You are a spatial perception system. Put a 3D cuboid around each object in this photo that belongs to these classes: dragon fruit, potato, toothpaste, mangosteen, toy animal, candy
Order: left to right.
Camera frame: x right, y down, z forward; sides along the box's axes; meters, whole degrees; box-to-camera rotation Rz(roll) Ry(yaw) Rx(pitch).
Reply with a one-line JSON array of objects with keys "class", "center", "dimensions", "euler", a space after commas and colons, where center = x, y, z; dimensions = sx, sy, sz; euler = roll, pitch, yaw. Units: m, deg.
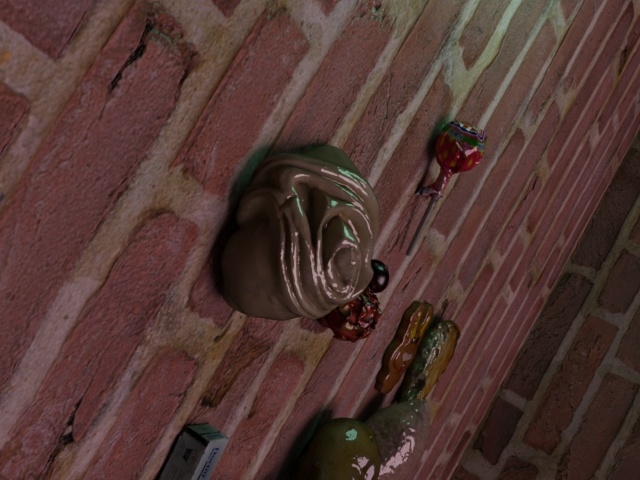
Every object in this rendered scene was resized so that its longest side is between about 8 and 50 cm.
[{"class": "toothpaste", "center": [-0.286, 0.504, 1.380], "dimensions": [0.313, 0.071, 0.089], "euler": [-63, 155, 0]}, {"class": "potato", "center": [0.023, 0.618, 1.819], "dimensions": [0.351, 0.202, 0.218], "euler": [-58, -176, -24]}, {"class": "dragon fruit", "center": [0.061, 0.154, 1.593], "dimensions": [0.207, 0.150, 0.133], "euler": [39, 51, -54]}, {"class": "mangosteen", "center": [0.122, 0.083, 1.677], "dimensions": [0.081, 0.081, 0.081], "euler": [-38, 143, -37]}, {"class": "toy animal", "center": [0.200, 0.612, 2.118], "dimensions": [0.358, 0.188, 0.226], "euler": [-42, 140, -11]}, {"class": "candy", "center": [0.289, -0.119, 1.758], "dimensions": [0.124, 0.124, 0.365], "euler": [-13, 132, -54]}]

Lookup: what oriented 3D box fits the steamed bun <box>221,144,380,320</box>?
[{"class": "steamed bun", "center": [-0.003, 0.009, 1.262], "dimensions": [0.324, 0.219, 0.310], "euler": [-13, 125, -55]}]

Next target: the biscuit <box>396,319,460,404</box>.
[{"class": "biscuit", "center": [0.343, 0.409, 2.312], "dimensions": [0.335, 0.078, 0.329], "euler": [-49, 151, -23]}]

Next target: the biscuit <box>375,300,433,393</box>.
[{"class": "biscuit", "center": [0.250, 0.318, 2.115], "dimensions": [0.186, 0.044, 0.295], "euler": [14, 102, -58]}]
